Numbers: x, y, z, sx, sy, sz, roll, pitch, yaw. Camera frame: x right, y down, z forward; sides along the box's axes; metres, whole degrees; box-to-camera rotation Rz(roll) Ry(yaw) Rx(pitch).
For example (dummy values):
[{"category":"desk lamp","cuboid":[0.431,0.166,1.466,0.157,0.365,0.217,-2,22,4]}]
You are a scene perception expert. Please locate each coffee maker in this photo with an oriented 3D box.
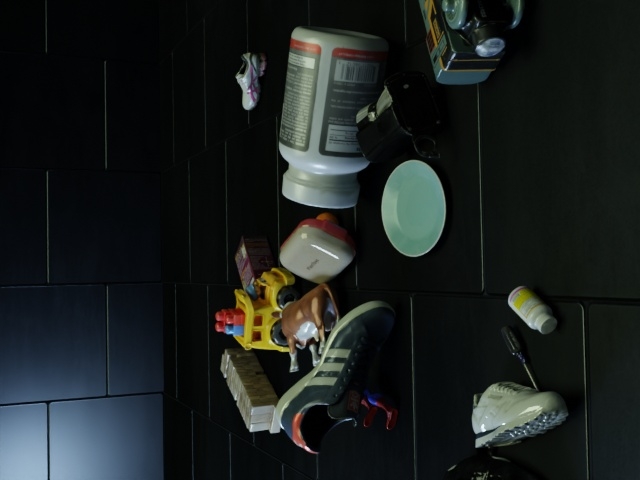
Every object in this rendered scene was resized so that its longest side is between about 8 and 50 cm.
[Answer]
[{"category":"coffee maker","cuboid":[0.146,-0.215,1.572,0.178,0.120,0.171,139,135,-66]}]

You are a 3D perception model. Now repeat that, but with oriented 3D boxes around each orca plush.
[{"category":"orca plush","cuboid":[0.269,0.423,1.335,0.287,0.102,0.151,-167,78,-65]}]

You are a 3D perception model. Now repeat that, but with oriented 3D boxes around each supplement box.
[{"category":"supplement box","cuboid":[-0.185,0.086,2.388,0.104,0.080,0.188,114,146,-44]}]

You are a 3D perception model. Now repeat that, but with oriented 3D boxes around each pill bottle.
[{"category":"pill bottle","cuboid":[0.020,-0.267,1.760,0.210,0.210,0.363,-138,53,-59]},{"category":"pill bottle","cuboid":[0.331,0.109,1.263,0.083,0.043,0.043,-125,41,-52]}]

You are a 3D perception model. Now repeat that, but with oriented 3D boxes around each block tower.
[{"category":"block tower","cuboid":[-0.211,0.440,2.436,0.335,0.097,0.091,-132,47,-55]}]

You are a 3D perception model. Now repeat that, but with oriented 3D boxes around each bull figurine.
[{"category":"bull figurine","cuboid":[-0.032,0.215,2.024,0.310,0.101,0.189,133,128,-60]}]

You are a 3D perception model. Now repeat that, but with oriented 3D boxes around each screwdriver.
[{"category":"screwdriver","cuboid":[0.335,0.209,1.298,0.170,0.025,0.024,64,146,29]}]

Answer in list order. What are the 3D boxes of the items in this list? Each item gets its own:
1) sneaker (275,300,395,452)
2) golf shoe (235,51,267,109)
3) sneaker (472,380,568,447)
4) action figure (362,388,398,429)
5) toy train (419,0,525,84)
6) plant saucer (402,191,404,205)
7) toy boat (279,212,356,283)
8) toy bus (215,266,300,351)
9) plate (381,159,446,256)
[{"category":"sneaker","cuboid":[0.057,0.291,1.681,0.350,0.131,0.148,-54,37,8]},{"category":"golf shoe","cuboid":[-0.221,-0.484,2.460,0.067,0.085,0.186,-123,38,-48]},{"category":"sneaker","cuboid":[0.301,0.263,1.277,0.235,0.090,0.095,129,142,-60]},{"category":"action figure","cuboid":[0.057,0.363,1.816,0.280,0.091,0.139,41,112,60]},{"category":"toy train","cuboid":[0.233,-0.429,1.383,0.190,0.142,0.334,115,147,-61]},{"category":"plant saucer","cuboid":[0.160,-0.089,1.677,0.119,0.021,0.119,180,90,-66]},{"category":"toy boat","cuboid":[0.000,0.000,1.937,0.231,0.151,0.151,-46,18,57]},{"category":"toy bus","cuboid":[-0.178,0.188,2.215,0.149,0.211,0.220,-150,64,-65]},{"category":"plate","cuboid":[0.187,-0.063,1.586,0.188,0.024,0.188,4,95,56]}]
